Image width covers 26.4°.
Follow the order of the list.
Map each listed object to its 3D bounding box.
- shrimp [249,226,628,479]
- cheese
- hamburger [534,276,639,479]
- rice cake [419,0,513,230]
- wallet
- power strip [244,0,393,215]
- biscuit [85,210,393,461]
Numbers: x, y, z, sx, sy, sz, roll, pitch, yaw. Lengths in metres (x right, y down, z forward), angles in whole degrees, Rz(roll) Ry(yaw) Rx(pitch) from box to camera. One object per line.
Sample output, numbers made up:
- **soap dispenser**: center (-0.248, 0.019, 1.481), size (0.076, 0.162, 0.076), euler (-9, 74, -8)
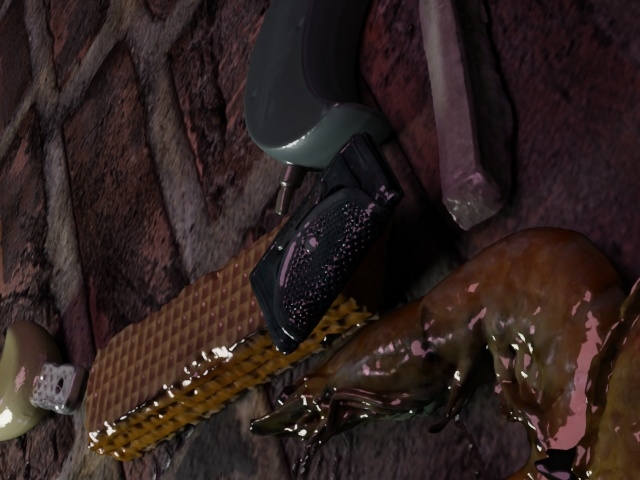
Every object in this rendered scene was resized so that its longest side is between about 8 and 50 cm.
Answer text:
- **shrimp**: center (0.058, 0.104, 0.763), size (0.296, 0.058, 0.169), euler (-34, 45, 41)
- **cheese**: center (-0.274, 0.140, 1.308), size (0.235, 0.049, 0.127), euler (-3, 67, 61)
- **hamburger**: center (0.216, 0.048, 0.441), size (0.309, 0.132, 0.211), euler (-14, 58, 56)
- **rice cake**: center (0.090, -0.094, 0.867), size (0.047, 0.036, 0.207), euler (123, 152, -44)
- **wallet**: center (0.000, 0.000, 0.845), size (0.129, 0.026, 0.088), euler (-54, 31, 20)
- **power strip**: center (0.004, -0.138, 1.029), size (0.167, 0.054, 0.253), euler (-30, 45, 52)
- **biscuit**: center (-0.072, 0.068, 1.005), size (0.378, 0.054, 0.094), euler (-35, 42, 45)
